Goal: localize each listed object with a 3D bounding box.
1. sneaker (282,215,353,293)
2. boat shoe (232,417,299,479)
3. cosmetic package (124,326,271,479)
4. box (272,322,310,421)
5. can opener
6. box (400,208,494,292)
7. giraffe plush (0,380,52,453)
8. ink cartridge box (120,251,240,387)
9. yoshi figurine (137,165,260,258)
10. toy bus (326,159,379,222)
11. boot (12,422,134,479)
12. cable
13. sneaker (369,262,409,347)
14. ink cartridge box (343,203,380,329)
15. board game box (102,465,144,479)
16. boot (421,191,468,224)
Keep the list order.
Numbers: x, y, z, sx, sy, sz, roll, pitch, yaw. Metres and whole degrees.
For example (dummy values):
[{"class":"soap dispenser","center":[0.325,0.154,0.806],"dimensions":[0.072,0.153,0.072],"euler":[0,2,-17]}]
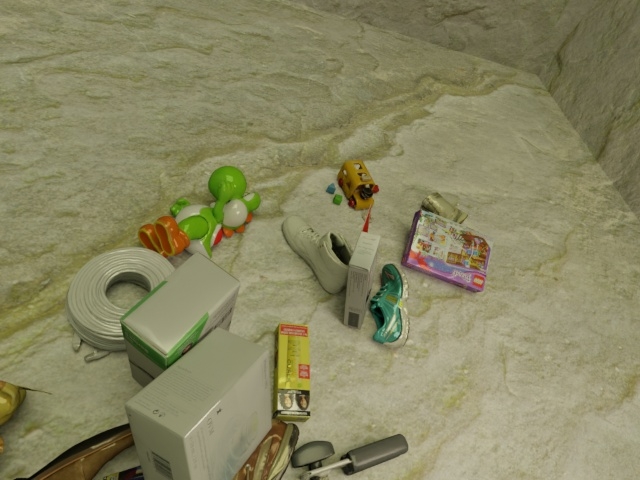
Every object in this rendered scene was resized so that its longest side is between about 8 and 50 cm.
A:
[{"class":"sneaker","center":[0.000,0.000,1.246],"dimensions":[0.108,0.169,0.293],"euler":[-26,67,-34]},{"class":"boat shoe","center":[-0.152,0.512,0.836],"dimensions":[0.119,0.123,0.324],"euler":[24,43,5]},{"class":"cosmetic package","center":[-0.207,0.329,0.771],"dimensions":[0.138,0.224,0.224],"euler":[15,31,23]},{"class":"box","center":[-0.072,0.327,1.038],"dimensions":[0.087,0.058,0.233],"euler":[10,51,-15]},{"class":"can opener","center":[0.074,0.496,0.962],"dimensions":[0.280,0.074,0.093],"euler":[-1,55,-24]},{"class":"box","center":[0.442,0.037,1.431],"dimensions":[0.293,0.057,0.201],"euler":[21,74,-8]},{"class":"giraffe plush","center":[-0.622,0.334,0.733],"dimensions":[0.210,0.181,0.171],"euler":[10,62,6]},{"class":"ink cartridge box","center":[-0.296,0.198,0.889],"dimensions":[0.121,0.289,0.211],"euler":[33,49,8]},{"class":"yoshi figurine","center":[-0.327,-0.099,1.167],"dimensions":[0.203,0.203,0.362],"euler":[36,43,17]},{"class":"toy bus","center":[0.144,-0.197,1.498],"dimensions":[0.202,0.104,0.191],"euler":[29,49,0]},{"class":"boot","center":[-0.465,0.450,0.763],"dimensions":[0.305,0.112,0.115],"euler":[-26,85,-29]},{"class":"cable","center":[-0.466,0.133,0.995],"dimensions":[0.256,0.089,0.257],"euler":[-10,60,-29]},{"class":"sneaker","center":[0.203,0.183,1.242],"dimensions":[0.109,0.107,0.276],"euler":[9,52,-6]},{"class":"ink cartridge box","center":[0.128,0.077,1.171],"dimensions":[0.060,0.275,0.239],"euler":[14,48,13]},{"class":"board game box","center":[-0.299,0.505,0.753],"dimensions":[0.193,0.060,0.194],"euler":[-11,31,-13]},{"class":"boot","center":[0.446,-0.092,1.569],"dimensions":[0.165,0.077,0.213],"euler":[43,50,14]}]
